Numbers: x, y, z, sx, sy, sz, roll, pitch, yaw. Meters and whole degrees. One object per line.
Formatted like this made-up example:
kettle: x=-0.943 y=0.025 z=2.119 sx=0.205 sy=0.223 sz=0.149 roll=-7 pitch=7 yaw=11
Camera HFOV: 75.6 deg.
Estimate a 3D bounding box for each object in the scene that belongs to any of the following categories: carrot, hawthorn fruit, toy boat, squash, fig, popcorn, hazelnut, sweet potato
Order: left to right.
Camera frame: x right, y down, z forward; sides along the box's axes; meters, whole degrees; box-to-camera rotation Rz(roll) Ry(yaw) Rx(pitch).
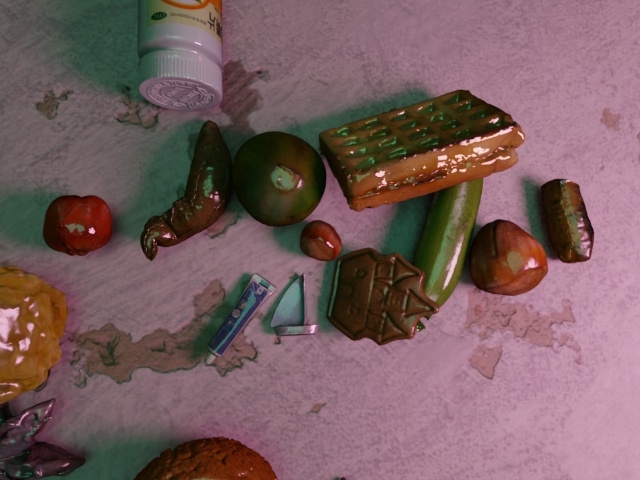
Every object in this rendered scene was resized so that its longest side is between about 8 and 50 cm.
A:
popcorn: x=-0.579 y=0.161 z=0.711 sx=0.225 sy=0.249 sz=0.249 roll=-9 pitch=84 yaw=25
hawthorn fruit: x=-0.452 y=-0.031 z=0.776 sx=0.128 sy=0.128 sz=0.128 roll=0 pitch=84 yaw=-3
sweet potato: x=-0.238 y=-0.092 z=0.805 sx=0.124 sy=0.098 sz=0.310 roll=22 pitch=80 yaw=7
fig: x=-0.076 y=-0.115 z=0.771 sx=0.181 sy=0.191 sz=0.181 roll=-2 pitch=99 yaw=-15
toy boat: x=-0.053 y=0.128 z=0.827 sx=0.096 sy=0.034 sz=0.122 roll=-2 pitch=75 yaw=-3
hazelnut: x=0.000 y=0.000 z=0.819 sx=0.086 sy=0.086 sz=0.086 roll=0 pitch=84 yaw=-3
squash: x=0.246 y=-0.003 z=0.817 sx=0.101 sy=0.101 sz=0.378 roll=20 pitch=81 yaw=-1
hazelnut: x=0.355 y=0.035 z=0.802 sx=0.150 sy=0.150 sz=0.150 roll=0 pitch=84 yaw=-3
carrot: x=0.507 y=-0.039 z=0.844 sx=0.082 sy=0.082 sz=0.173 roll=-6 pitch=85 yaw=-4

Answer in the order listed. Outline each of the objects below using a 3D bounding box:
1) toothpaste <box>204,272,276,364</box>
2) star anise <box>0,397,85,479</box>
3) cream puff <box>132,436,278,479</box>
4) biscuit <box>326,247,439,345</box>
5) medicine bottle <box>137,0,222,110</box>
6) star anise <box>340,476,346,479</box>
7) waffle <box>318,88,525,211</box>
toothpaste: x=-0.164 y=0.158 z=0.811 sx=0.057 sy=0.035 sz=0.197 roll=36 pitch=80 yaw=-4
star anise: x=-0.561 y=0.388 z=0.730 sx=0.257 sy=0.110 sz=0.198 roll=-29 pitch=86 yaw=1
cream puff: x=-0.201 y=0.485 z=0.690 sx=0.303 sy=0.212 sz=0.303 roll=2 pitch=79 yaw=-10
biscuit: x=0.116 y=0.107 z=0.780 sx=0.215 sy=0.034 sz=0.182 roll=7 pitch=83 yaw=29
medicine bottle: x=-0.272 y=-0.434 z=0.806 sx=0.158 sy=0.158 sz=0.318 roll=-3 pitch=84 yaw=-3
star anise: x=0.066 y=0.571 z=0.747 sx=0.236 sy=0.109 sz=0.223 roll=14 pitch=79 yaw=1
waffle: x=0.174 y=-0.174 z=0.775 sx=0.328 sy=0.224 sz=0.098 roll=-18 pitch=127 yaw=-5
